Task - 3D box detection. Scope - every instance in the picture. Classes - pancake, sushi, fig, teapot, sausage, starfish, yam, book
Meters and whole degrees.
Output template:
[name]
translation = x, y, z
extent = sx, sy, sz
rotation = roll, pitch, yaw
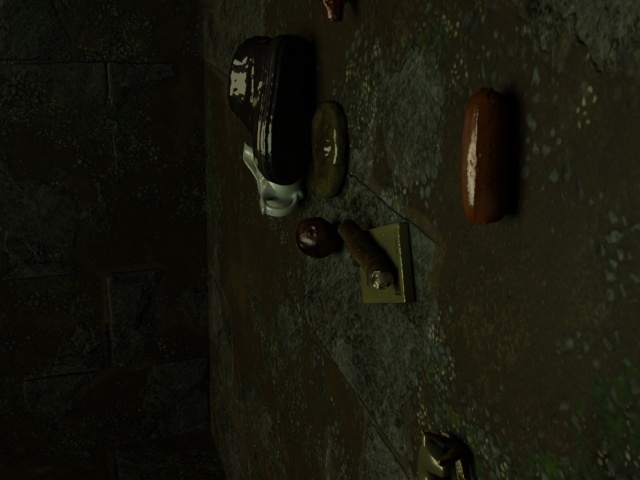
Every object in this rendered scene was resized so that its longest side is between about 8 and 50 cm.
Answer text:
[pancake]
translation = 0.007, -0.225, 1.797
extent = 0.242, 0.050, 0.242
rotation = 179, 90, -73
[sushi]
translation = 0.027, -0.580, 1.583
extent = 0.097, 0.103, 0.226
rotation = 5, 97, 44
[fig]
translation = 0.000, 0.000, 1.821
extent = 0.109, 0.103, 0.154
rotation = 60, -173, 27
[teapot]
translation = -0.127, -0.176, 2.064
extent = 0.300, 0.165, 0.208
rotation = -102, 27, -49
[sausage]
translation = 0.241, -0.123, 1.076
extent = 0.076, 0.076, 0.198
rotation = -151, 59, -68
[starfish]
translation = 0.227, 0.360, 1.285
extent = 0.133, 0.041, 0.130
rotation = 49, -166, -17
[yam]
translation = 0.090, 0.024, 1.523
extent = 0.241, 0.056, 0.057
rotation = -122, 32, -56
[book]
translation = 0.132, 0.052, 1.530
extent = 0.231, 0.026, 0.161
rotation = 168, 98, -72

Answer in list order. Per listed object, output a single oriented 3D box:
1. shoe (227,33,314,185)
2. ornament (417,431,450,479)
[shoe]
translation = -0.139, -0.341, 1.935
extent = 0.237, 0.171, 0.384
rotation = 11, 102, 48
[ornament]
translation = 0.204, 0.491, 1.366
extent = 0.230, 0.061, 0.245
rotation = 121, 137, -61
